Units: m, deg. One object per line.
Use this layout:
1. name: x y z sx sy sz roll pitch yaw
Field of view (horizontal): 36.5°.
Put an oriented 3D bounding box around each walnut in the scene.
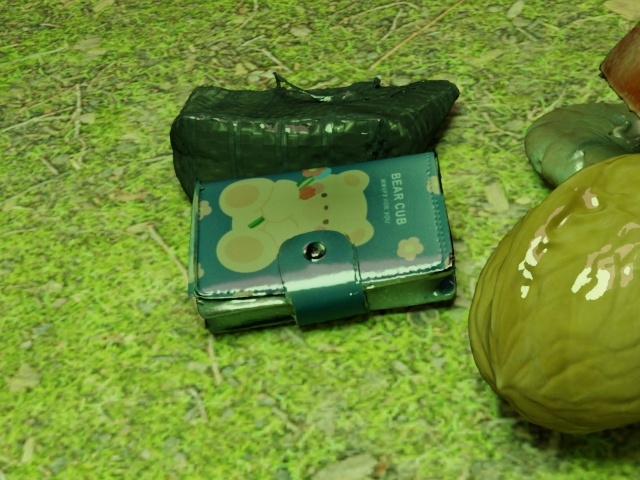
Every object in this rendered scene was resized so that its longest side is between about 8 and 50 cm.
1. walnut: 0.185 0.034 0.615 0.206 0.159 0.159 -38 47 -20

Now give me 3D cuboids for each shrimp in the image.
1. shrimp: 0.276 -0.050 0.771 0.145 0.059 0.254 -24 36 -30

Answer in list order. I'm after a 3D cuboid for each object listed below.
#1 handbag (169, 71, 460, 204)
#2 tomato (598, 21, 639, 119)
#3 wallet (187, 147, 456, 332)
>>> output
1. handbag: -0.015 -0.105 0.884 0.270 0.089 0.175 2 32 13
2. tomato: 0.374 -0.093 0.636 0.338 0.144 0.338 15 31 -10
3. wallet: 0.000 0.001 0.753 0.202 0.059 0.141 -7 49 3
